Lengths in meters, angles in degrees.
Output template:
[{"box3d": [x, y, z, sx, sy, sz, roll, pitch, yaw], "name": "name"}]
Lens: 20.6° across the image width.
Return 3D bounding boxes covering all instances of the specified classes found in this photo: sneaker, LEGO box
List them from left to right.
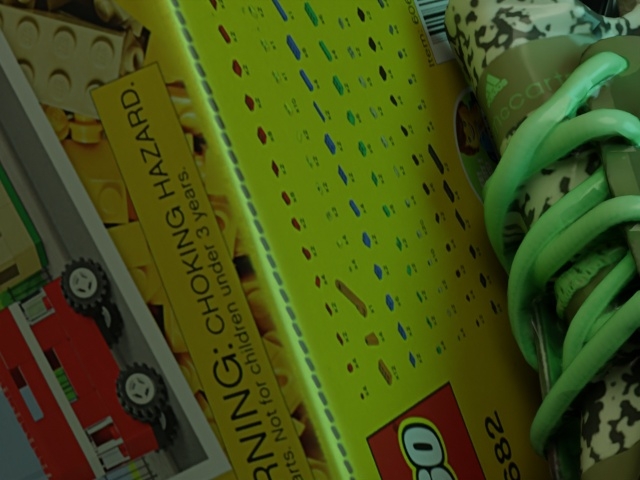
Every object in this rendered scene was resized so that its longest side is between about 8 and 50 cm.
[{"box3d": [-0.147, -0.035, 0.608, 0.193, 0.372, 0.500, -24, 94, -59], "name": "LEGO box"}, {"box3d": [0.098, 0.003, 0.528, 0.182, 0.158, 0.410, 33, 40, -1], "name": "sneaker"}]

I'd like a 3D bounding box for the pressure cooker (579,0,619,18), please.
[{"box3d": [0.217, -0.163, 1.259, 0.370, 0.375, 0.420, 65, 30, -15], "name": "pressure cooker"}]
